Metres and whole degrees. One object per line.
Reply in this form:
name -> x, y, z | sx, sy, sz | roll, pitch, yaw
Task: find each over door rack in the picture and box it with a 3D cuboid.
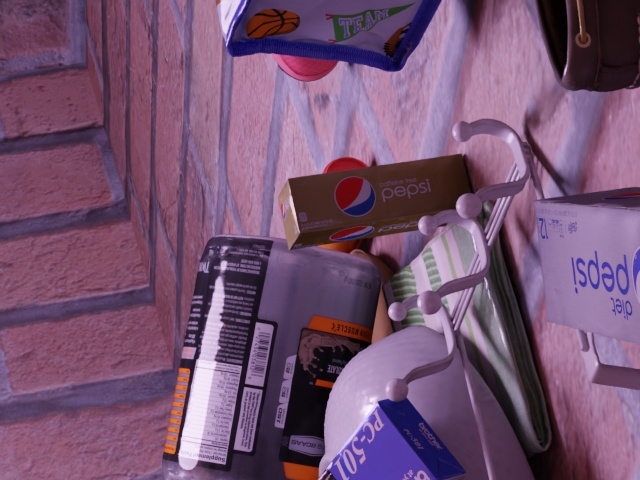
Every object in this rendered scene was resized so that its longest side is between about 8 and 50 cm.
over door rack -> 0.147, 0.082, 1.506 | 0.324, 0.108, 0.240 | -113, 31, -44

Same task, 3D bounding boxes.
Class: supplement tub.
supplement tub -> -0.058, 0.174, 1.943 | 0.207, 0.207, 0.338 | 165, 115, -76

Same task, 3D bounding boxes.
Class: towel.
towel -> 0.145, 0.116, 1.782 | 0.325, 0.038, 0.248 | 130, 127, -70

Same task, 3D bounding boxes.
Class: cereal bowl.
cereal bowl -> 0.093, 0.263, 1.753 | 0.339, 0.141, 0.339 | 161, 90, -73

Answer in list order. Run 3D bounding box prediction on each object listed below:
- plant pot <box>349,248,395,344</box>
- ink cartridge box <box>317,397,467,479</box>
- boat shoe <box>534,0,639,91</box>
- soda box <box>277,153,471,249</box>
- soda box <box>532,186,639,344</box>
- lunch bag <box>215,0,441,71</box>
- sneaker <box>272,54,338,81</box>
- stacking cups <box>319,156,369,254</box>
plant pot -> 0.076, 0.124, 2.064 | 0.236, 0.032, 0.236 | 170, 90, -77
ink cartridge box -> 0.041, 0.249, 1.631 | 0.097, 0.046, 0.207 | 52, 125, 25
boat shoe -> 0.176, -0.240, 1.288 | 0.109, 0.091, 0.305 | 105, 151, -60
soda box -> 0.054, -0.038, 1.724 | 0.061, 0.181, 0.058 | 124, 135, -70
soda box -> 0.242, 0.017, 1.202 | 0.286, 0.091, 0.098 | -171, 74, -75
lunch bag -> 0.015, -0.398, 1.563 | 0.385, 0.238, 0.328 | -57, 41, 47
sneaker -> -0.008, -0.291, 1.942 | 0.136, 0.116, 0.314 | -117, 22, -46
stacking cups -> 0.000, 0.000, 2.149 | 0.316, 0.096, 0.096 | 105, 152, -59
